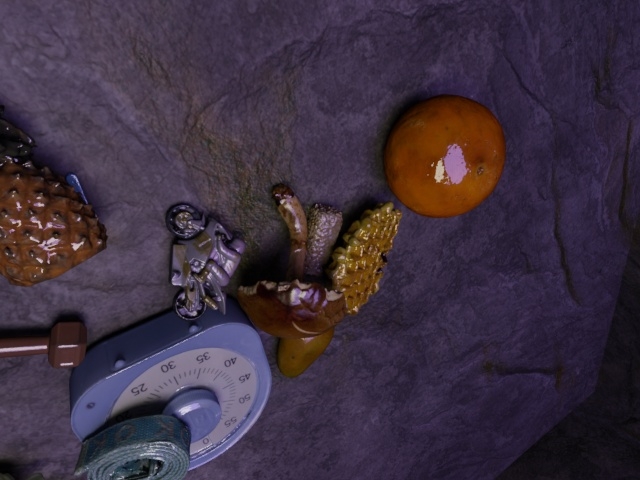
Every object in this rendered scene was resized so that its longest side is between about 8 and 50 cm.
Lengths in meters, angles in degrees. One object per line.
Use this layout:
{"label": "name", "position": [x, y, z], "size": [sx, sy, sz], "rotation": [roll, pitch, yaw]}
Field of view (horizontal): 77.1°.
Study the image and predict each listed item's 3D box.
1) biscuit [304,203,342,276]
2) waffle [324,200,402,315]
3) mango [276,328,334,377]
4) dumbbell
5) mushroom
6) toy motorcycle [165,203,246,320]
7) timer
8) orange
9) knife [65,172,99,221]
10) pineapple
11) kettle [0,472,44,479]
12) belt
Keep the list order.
{"label": "biscuit", "position": [0.000, 0.000, 0.937], "size": [0.082, 0.070, 0.168], "rotation": [9, 109, -26]}
{"label": "waffle", "position": [0.106, 0.050, 0.995], "size": [0.309, 0.065, 0.283], "rotation": [-49, 147, -18]}
{"label": "mango", "position": [-0.043, 0.260, 1.020], "size": [0.136, 0.099, 0.227], "rotation": [9, 116, -42]}
{"label": "dumbbell", "position": [-0.530, 0.181, 0.679], "size": [0.231, 0.082, 0.092], "rotation": [6, 108, -34]}
{"label": "mushroom", "position": [-0.032, 0.068, 0.844], "size": [0.233, 0.208, 0.301], "rotation": [27, 87, -43]}
{"label": "toy motorcycle", "position": [-0.218, 0.039, 0.787], "size": [0.152, 0.073, 0.225], "rotation": [-5, 89, -28]}
{"label": "timer", "position": [-0.283, 0.337, 0.854], "size": [0.395, 0.173, 0.394], "rotation": [-14, 119, -27]}
{"label": "orange", "position": [0.286, -0.188, 0.929], "size": [0.284, 0.226, 0.283], "rotation": [-9, 112, -23]}
{"label": "knife", "position": [-0.407, -0.069, 0.683], "size": [0.027, 0.010, 0.096], "rotation": [-20, 119, -22]}
{"label": "pineapple", "position": [-0.457, -0.100, 0.564], "size": [0.169, 0.169, 0.340], "rotation": [-31, 112, -16]}
{"label": "kettle", "position": [-0.631, 0.630, 0.765], "size": [0.361, 0.250, 0.376], "rotation": [-31, 134, -52]}
{"label": "belt", "position": [-0.317, 0.388, 0.714], "size": [0.163, 0.082, 0.147], "rotation": [-29, 117, 0]}
